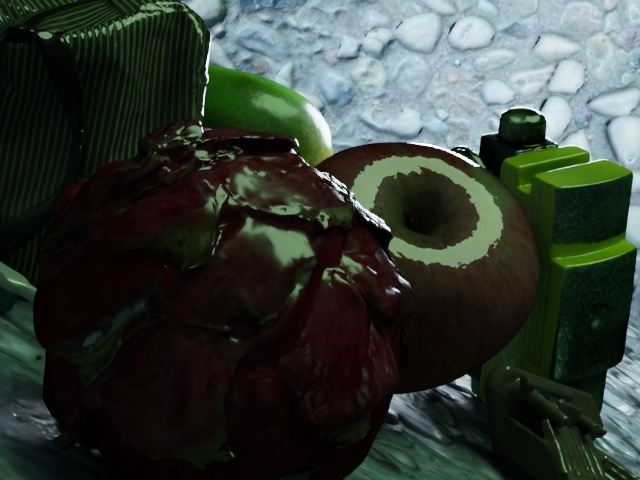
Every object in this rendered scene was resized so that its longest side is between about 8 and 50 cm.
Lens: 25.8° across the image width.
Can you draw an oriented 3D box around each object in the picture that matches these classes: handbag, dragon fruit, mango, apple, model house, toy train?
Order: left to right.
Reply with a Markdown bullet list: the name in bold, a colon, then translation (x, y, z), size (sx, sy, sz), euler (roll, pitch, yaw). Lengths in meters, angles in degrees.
- **handbag**: translation (-0.261, -0.103, 1.450), size (0.240, 0.341, 0.247), euler (3, 20, -29)
- **dragon fruit**: translation (-0.083, 0.060, 1.130), size (0.329, 0.329, 0.329), euler (29, 10, -6)
- **mango**: translation (-0.155, -0.219, 2.581), size (0.382, 0.201, 0.225), euler (26, 20, -5)
- **apple**: translation (0.096, 0.040, 1.729), size (0.345, 0.269, 0.345), euler (8, 52, -11)
- **toy train**: translation (0.291, 0.051, 1.899), size (0.179, 0.442, 0.272), euler (-12, 27, -30)
- **model house**: translation (0.310, 0.264, 1.737), size (0.229, 0.122, 0.188), euler (25, 13, -37)

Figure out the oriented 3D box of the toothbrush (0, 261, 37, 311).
- **toothbrush**: translation (-0.169, 0.131, 1.286), size (0.418, 0.040, 0.042), euler (33, 14, 15)
